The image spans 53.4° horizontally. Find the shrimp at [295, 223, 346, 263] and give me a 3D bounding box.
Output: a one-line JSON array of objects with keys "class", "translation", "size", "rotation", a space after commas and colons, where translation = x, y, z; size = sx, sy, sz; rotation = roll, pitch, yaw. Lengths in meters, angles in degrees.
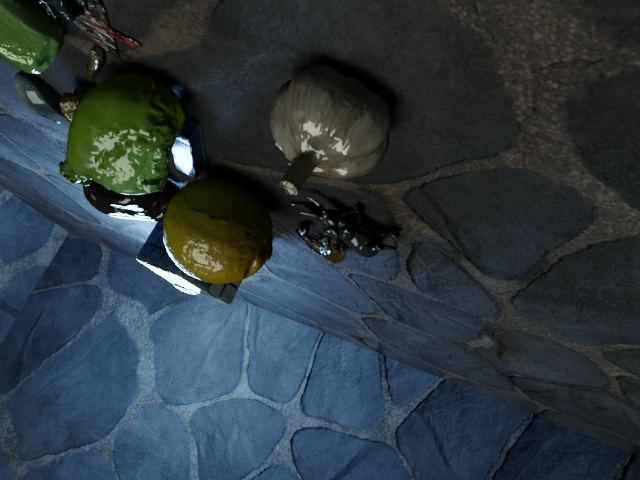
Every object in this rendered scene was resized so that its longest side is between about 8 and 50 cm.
[{"class": "shrimp", "translation": [0.001, -0.001, 1.788], "size": [0.173, 0.058, 0.253], "rotation": [31, 166, 11]}]

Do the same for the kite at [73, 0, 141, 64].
[{"class": "kite", "translation": [-0.431, -0.415, 1.231], "size": [0.189, 0.009, 0.232], "rotation": [26, 165, -3]}]

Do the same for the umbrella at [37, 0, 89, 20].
[{"class": "umbrella", "translation": [-0.523, -0.488, 1.004], "size": [0.143, 0.094, 0.349], "rotation": [3, 150, 44]}]

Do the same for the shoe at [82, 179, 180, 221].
[{"class": "shoe", "translation": [-0.638, -0.174, 1.977], "size": [0.384, 0.171, 0.237], "rotation": [14, 167, 30]}]

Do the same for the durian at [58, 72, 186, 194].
[{"class": "durian", "translation": [-0.426, -0.235, 1.400], "size": [0.256, 0.204, 0.340], "rotation": [31, 127, 5]}]

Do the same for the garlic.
[{"class": "garlic", "translation": [-0.004, -0.156, 1.041], "size": [0.218, 0.212, 0.218], "rotation": [25, 158, 11]}]

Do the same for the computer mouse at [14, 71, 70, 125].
[{"class": "computer mouse", "translation": [-0.754, -0.369, 1.741], "size": [0.113, 0.068, 0.229], "rotation": [19, 162, 28]}]

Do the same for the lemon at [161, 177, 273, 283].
[{"class": "lemon", "translation": [-0.275, -0.026, 1.712], "size": [0.297, 0.297, 0.297], "rotation": [24, 163, 8]}]

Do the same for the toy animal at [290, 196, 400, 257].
[{"class": "toy animal", "translation": [0.062, -0.039, 1.517], "size": [0.269, 0.082, 0.137], "rotation": [29, 162, -11]}]

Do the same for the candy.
[{"class": "candy", "translation": [-0.673, -0.469, 1.245], "size": [0.343, 0.132, 0.142], "rotation": [34, -156, -21]}]

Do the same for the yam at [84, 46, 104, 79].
[{"class": "yam", "translation": [-0.493, -0.383, 1.385], "size": [0.032, 0.032, 0.145], "rotation": [32, 164, -19]}]

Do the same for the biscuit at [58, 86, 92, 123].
[{"class": "biscuit", "translation": [-0.536, -0.297, 1.618], "size": [0.259, 0.079, 0.259], "rotation": [24, 164, 7]}]

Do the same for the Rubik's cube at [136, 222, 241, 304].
[{"class": "Rubik's cube", "translation": [-0.404, 0.036, 2.128], "size": [0.259, 0.256, 0.253], "rotation": [13, 160, 40]}]

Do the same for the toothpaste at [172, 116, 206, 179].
[{"class": "toothpaste", "translation": [-0.329, -0.229, 1.578], "size": [0.066, 0.053, 0.272], "rotation": [30, 164, 1]}]
